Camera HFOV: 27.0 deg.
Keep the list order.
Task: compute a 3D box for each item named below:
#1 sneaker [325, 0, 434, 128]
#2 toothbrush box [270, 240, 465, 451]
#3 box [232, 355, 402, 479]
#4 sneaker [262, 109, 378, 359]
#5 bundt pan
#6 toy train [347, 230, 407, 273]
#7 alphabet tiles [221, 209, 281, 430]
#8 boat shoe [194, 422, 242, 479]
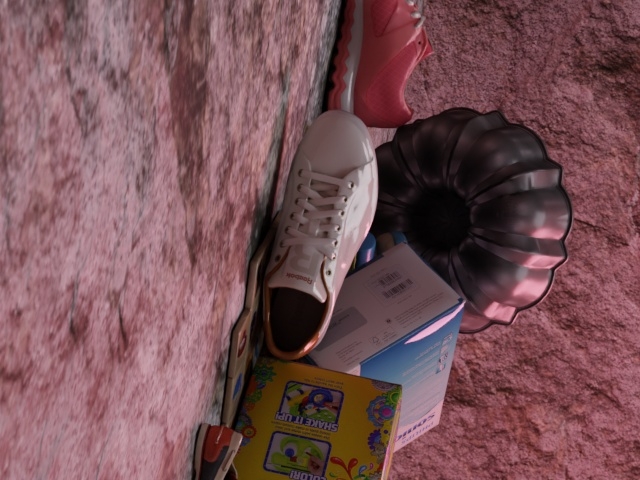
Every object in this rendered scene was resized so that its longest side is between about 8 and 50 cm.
[{"bbox_3d":[0.097,-0.303,1.845,0.116,0.136,0.314,-56,157,-78],"label":"sneaker"},{"bbox_3d":[0.053,0.174,1.731,0.216,0.126,0.295,-29,147,-23],"label":"toothbrush box"},{"bbox_3d":[-0.025,0.340,1.545,0.290,0.177,0.279,95,8,-50],"label":"box"},{"bbox_3d":[0.000,0.000,1.491,0.123,0.106,0.290,-61,162,-79],"label":"sneaker"},{"bbox_3d":[0.177,-0.029,1.861,0.124,0.331,0.331,0,101,-61],"label":"bundt pan"},{"bbox_3d":[0.036,0.089,1.818,0.105,0.143,0.248,-111,-159,-49],"label":"toy train"},{"bbox_3d":[-0.082,0.149,1.572,0.285,0.011,0.342,-65,165,-67],"label":"alphabet tiles"},{"bbox_3d":[-0.105,0.239,1.348,0.049,0.043,0.137,-75,175,-51],"label":"boat shoe"}]
